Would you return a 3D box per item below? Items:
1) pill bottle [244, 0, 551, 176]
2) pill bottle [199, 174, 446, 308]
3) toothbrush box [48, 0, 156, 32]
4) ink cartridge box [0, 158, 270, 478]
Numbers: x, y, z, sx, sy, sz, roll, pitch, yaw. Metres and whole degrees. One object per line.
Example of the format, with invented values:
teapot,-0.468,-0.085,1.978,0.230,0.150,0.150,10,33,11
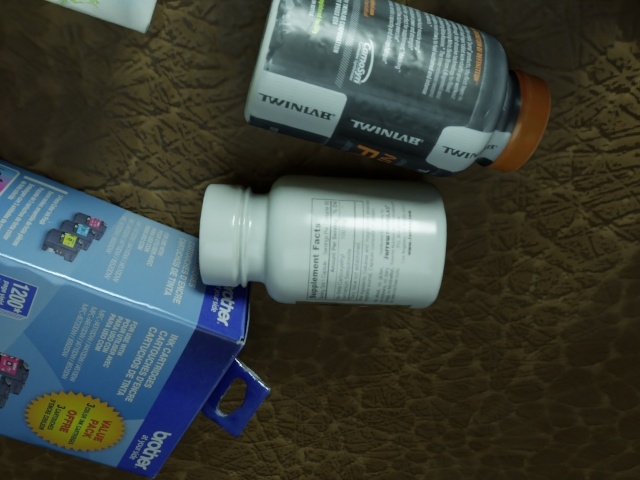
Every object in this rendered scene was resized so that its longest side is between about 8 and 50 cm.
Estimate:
pill bottle,0.067,-0.131,0.518,0.246,0.130,0.130,14,124,-10
pill bottle,0.000,0.000,0.610,0.229,0.131,0.131,3,125,-3
toothbrush box,-0.222,-0.288,0.371,0.283,0.122,0.206,12,126,-28
ink cartridge box,-0.252,0.104,0.675,0.396,0.151,0.270,22,122,-18
